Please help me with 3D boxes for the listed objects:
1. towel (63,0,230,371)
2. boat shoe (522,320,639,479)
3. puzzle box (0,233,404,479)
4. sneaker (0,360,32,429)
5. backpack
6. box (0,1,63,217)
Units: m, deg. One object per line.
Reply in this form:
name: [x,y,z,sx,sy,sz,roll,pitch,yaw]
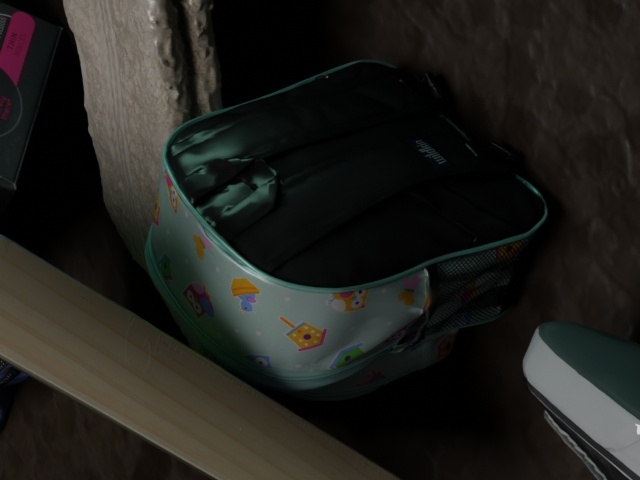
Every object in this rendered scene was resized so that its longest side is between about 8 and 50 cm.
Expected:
towel: [-0.103,-0.073,1.139,0.187,0.049,0.282,-127,26,-51]
boat shoe: [0.203,0.155,0.882,0.306,0.113,0.105,37,113,26]
puzzle box: [-0.153,0.060,1.099,0.052,0.272,0.409,-61,27,-8]
sneaker: [-0.283,0.104,1.454,0.221,0.087,0.083,-49,63,45]
backpack: [0.000,0.000,1.013,0.166,0.188,0.144,48,133,28]
box: [-0.309,-0.045,1.349,0.270,0.143,0.165,-50,24,45]
